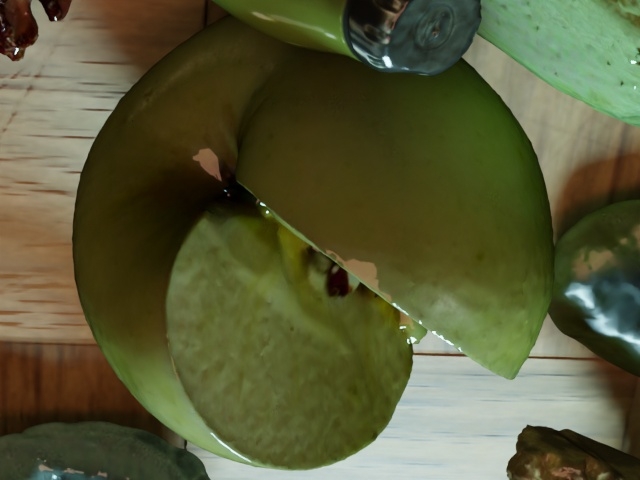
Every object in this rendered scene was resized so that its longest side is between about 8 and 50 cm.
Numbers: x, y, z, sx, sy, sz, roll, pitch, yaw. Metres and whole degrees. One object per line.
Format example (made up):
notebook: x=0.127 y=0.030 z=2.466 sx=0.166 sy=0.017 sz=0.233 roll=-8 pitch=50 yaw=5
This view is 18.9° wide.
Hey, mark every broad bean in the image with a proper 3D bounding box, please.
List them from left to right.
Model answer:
broad bean: x=0.258 y=0.043 z=1.354 sx=0.207 sy=0.072 sz=0.153 roll=13 pitch=120 yaw=1

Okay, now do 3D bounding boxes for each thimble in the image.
thimble: x=-0.185 y=0.251 z=1.369 sx=0.250 sy=0.205 sz=0.172 roll=-12 pitch=131 yaw=-16

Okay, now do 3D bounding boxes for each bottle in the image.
bottle: x=-0.015 y=-0.169 z=1.065 sx=0.112 sy=0.260 sz=0.112 roll=-22 pitch=131 yaw=-28

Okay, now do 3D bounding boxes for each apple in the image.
apple: x=0.000 y=0.000 z=1.173 sx=0.292 sy=0.292 sz=0.254 roll=-38 pitch=142 yaw=19

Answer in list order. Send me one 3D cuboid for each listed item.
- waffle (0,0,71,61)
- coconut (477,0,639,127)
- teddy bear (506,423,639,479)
waffle: x=-0.230 y=-0.212 z=1.150 sx=0.221 sy=0.055 sz=0.234 roll=14 pitch=116 yaw=-13
coconut: x=0.190 y=-0.228 z=1.038 sx=0.281 sy=0.328 sz=0.328 roll=-10 pitch=133 yaw=-42
teddy bear: x=0.248 y=0.261 z=1.405 sx=0.296 sy=0.246 sz=0.222 roll=10 pitch=94 yaw=-51
